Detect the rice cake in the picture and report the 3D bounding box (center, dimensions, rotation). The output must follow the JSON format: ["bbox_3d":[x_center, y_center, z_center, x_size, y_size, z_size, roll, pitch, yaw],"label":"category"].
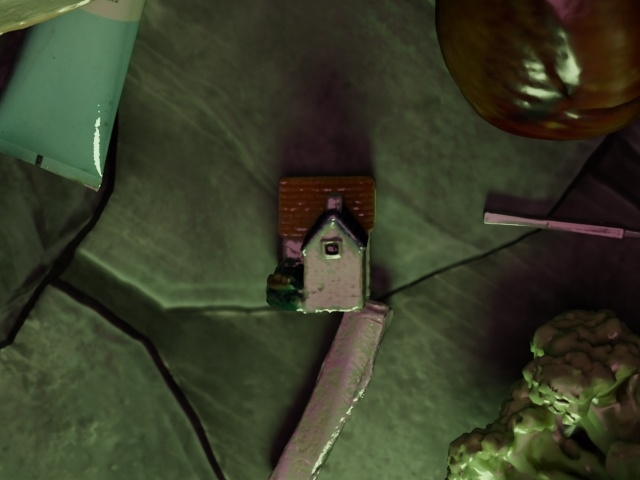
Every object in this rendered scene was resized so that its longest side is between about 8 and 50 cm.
[{"bbox_3d":[0.009,0.139,1.275,0.047,0.036,0.207,26,107,1],"label":"rice cake"}]

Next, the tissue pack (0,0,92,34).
[{"bbox_3d":[-0.238,-0.318,1.039,0.238,0.238,0.305,-16,89,8],"label":"tissue pack"}]

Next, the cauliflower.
[{"bbox_3d":[0.256,0.172,1.150,0.327,0.281,0.260,-21,76,6],"label":"cauliflower"}]

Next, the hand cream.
[{"bbox_3d":[-0.183,-0.194,1.189,0.111,0.070,0.312,23,114,-4],"label":"hand cream"}]

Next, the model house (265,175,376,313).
[{"bbox_3d":[0.000,0.000,1.202,0.088,0.101,0.100,2,105,5],"label":"model house"}]

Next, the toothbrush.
[{"bbox_3d":[0.234,-0.008,1.228,0.194,0.014,0.017,9,107,1],"label":"toothbrush"}]

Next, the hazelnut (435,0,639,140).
[{"bbox_3d":[0.191,-0.183,1.093,0.229,0.229,0.229,1,106,4],"label":"hazelnut"}]
